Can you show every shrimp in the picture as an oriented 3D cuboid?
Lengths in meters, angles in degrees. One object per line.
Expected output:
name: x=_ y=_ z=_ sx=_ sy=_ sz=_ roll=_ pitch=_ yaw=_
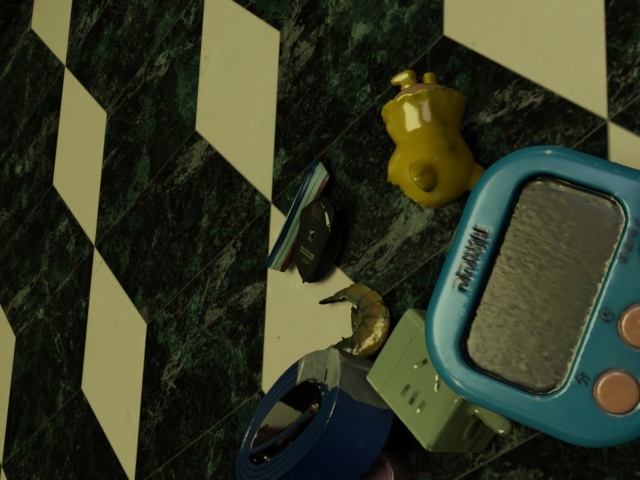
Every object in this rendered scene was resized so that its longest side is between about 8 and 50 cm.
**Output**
shrimp: x=0.035 y=0.159 z=1.507 sx=0.217 sy=0.051 sz=0.150 roll=-34 pitch=53 yaw=29

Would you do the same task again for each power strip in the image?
power strip: x=0.197 y=0.219 z=1.234 sx=0.224 sy=0.139 sz=0.140 roll=47 pitch=114 yaw=44

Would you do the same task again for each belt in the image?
belt: x=-0.013 y=0.311 z=1.416 sx=0.347 sy=0.117 sz=0.212 roll=-47 pitch=26 yaw=43

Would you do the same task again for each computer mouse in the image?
computer mouse: x=0.000 y=0.000 z=1.578 sx=0.099 sy=0.057 sz=0.172 roll=36 pitch=120 yaw=45

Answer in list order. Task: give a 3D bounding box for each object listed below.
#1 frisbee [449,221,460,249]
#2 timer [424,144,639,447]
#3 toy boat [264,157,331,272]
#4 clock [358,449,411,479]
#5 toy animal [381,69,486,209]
frisbee: x=0.279 y=0.050 z=1.206 sx=0.236 sy=0.017 sz=0.236 roll=13 pitch=111 yaw=37
timer: x=0.308 y=0.065 z=1.073 sx=0.309 sy=0.115 sz=0.340 roll=20 pitch=91 yaw=17
toy boat: x=-0.040 y=-0.045 z=1.630 sx=0.046 sy=0.080 sz=0.229 roll=29 pitch=102 yaw=13
clock: x=0.075 y=0.396 z=1.394 sx=0.152 sy=0.050 sz=0.110 roll=-58 pitch=45 yaw=21
toy animal: x=0.173 y=-0.166 z=1.356 sx=0.156 sy=0.156 sz=0.229 roll=-34 pitch=58 yaw=39
